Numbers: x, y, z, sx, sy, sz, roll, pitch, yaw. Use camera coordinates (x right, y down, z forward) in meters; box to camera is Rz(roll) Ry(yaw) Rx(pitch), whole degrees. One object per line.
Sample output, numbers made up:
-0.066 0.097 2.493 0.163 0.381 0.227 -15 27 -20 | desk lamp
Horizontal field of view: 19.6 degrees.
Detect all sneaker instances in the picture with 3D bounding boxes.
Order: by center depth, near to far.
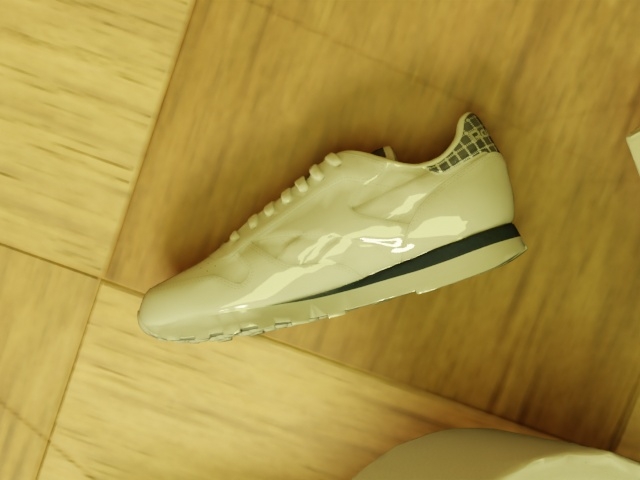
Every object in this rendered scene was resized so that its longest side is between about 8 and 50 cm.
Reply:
0.000 0.000 1.096 0.235 0.090 0.095 -17 90 4 | sneaker

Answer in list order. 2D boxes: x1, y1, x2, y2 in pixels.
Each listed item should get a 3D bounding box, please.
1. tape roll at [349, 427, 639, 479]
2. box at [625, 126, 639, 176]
0.104 0.249 1.047 0.286 0.100 0.286 -2 94 -36 | tape roll
0.268 0.050 1.026 0.094 0.113 0.275 -22 88 20 | box
